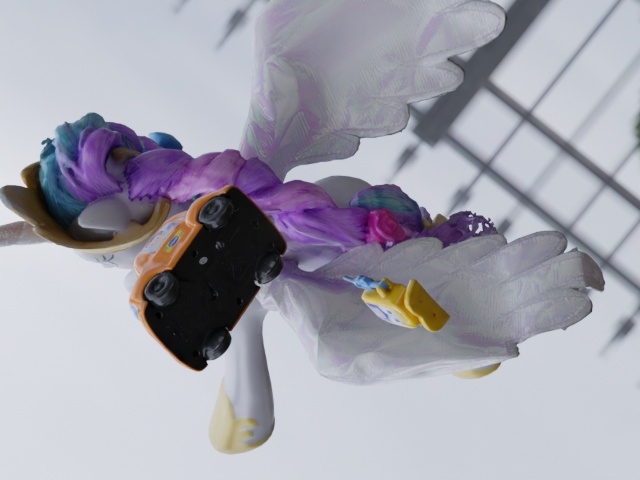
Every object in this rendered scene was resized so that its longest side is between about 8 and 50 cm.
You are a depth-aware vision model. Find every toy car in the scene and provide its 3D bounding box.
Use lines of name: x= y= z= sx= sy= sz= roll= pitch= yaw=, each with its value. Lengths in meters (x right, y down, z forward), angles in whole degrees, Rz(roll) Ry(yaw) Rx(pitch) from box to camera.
toy car: x=-0.017 y=0.025 z=0.668 sx=0.122 sy=0.060 sz=0.040 roll=28 pitch=167 yaw=-40

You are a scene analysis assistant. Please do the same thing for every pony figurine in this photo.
pony figurine: x=0.000 y=0.000 z=1.275 sx=0.363 sy=0.351 sz=0.302 roll=50 pitch=-155 yaw=-60
